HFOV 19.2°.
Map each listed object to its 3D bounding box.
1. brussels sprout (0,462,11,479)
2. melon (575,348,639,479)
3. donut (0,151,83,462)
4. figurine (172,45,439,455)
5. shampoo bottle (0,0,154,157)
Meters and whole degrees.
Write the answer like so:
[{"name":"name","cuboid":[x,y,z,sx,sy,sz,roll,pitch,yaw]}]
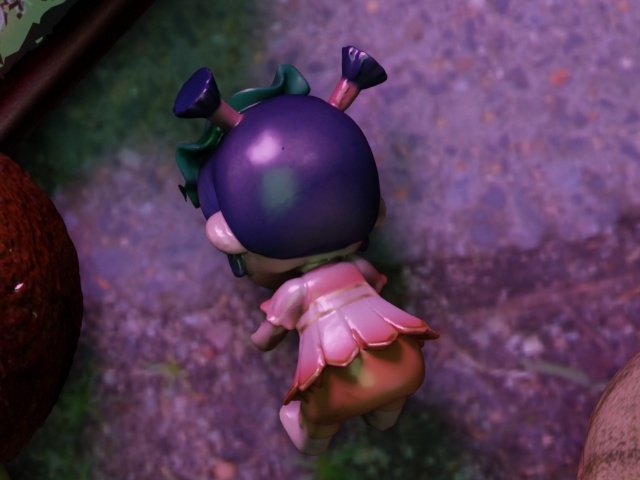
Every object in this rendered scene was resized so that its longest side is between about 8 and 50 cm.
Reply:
[{"name":"brussels sprout","cuboid":[-0.262,0.236,0.888,0.371,0.315,0.276,40,114,2]},{"name":"melon","cuboid":[0.280,0.120,0.849,0.329,0.248,0.249,0,86,10]},{"name":"donut","cuboid":[-0.212,0.016,0.936,0.217,0.085,0.141,26,106,-14]},{"name":"figurine","cuboid":[0.000,0.000,0.961,0.111,0.102,0.195,-20,78,-29]},{"name":"shampoo bottle","cuboid":[-0.165,-0.131,0.995,0.323,0.084,0.129,-45,80,2]}]
